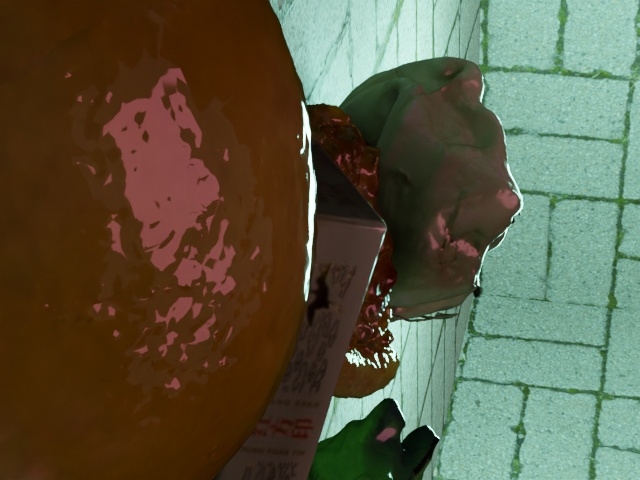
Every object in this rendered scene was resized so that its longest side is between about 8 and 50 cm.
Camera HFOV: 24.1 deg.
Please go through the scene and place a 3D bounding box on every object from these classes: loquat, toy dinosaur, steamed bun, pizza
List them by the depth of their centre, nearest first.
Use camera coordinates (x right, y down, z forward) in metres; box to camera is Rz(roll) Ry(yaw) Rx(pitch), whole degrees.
[{"bbox_3d":[-0.135,-0.009,0.537,0.275,0.274,0.275,6,90,-78],"label":"loquat"},{"bbox_3d":[-0.038,0.182,0.984,0.374,0.144,0.500,-49,179,18],"label":"toy dinosaur"},{"bbox_3d":[0.000,0.000,1.480,0.278,0.114,0.409,-73,153,-45],"label":"pizza"},{"bbox_3d":[0.072,-0.055,1.694,0.268,0.207,0.280,-51,-133,50],"label":"steamed bun"}]

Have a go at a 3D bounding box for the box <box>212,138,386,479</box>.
[{"bbox_3d":[-0.075,0.001,0.792,0.365,0.051,0.205,-126,-132,-58],"label":"box"}]
